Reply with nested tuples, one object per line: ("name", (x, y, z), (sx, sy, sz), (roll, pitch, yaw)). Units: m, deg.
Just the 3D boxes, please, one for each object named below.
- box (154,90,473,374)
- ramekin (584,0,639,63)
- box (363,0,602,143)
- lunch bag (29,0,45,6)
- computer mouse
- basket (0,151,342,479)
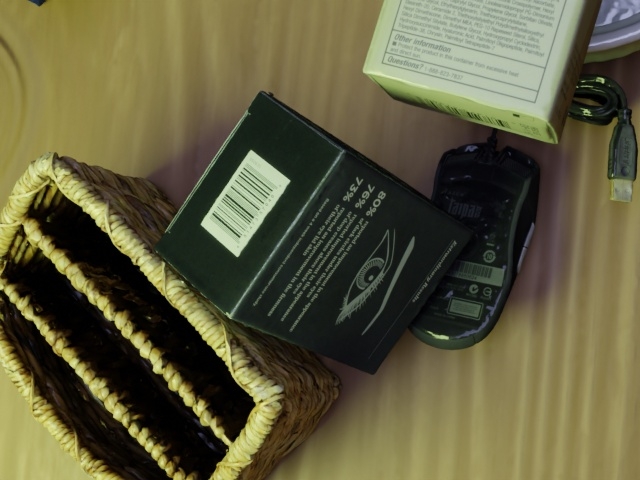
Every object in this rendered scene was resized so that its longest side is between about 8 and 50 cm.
("box", (0.000, 0.000, 1.014), (0.108, 0.207, 0.153), (39, 96, 38))
("ramekin", (0.215, -0.279, 1.063), (0.277, 0.135, 0.277), (-1, 85, 14))
("box", (0.151, -0.244, 0.943), (0.148, 0.121, 0.311), (18, 91, 15))
("lunch bag", (-0.298, -0.402, 1.170), (0.221, 0.138, 0.293), (-43, 90, 7))
("computer mouse", (0.176, -0.025, 1.094), (0.184, 0.060, 0.262), (6, 77, 22))
("basket", (-0.166, 0.099, 1.086), (0.213, 0.223, 0.299), (-45, 78, 7))
